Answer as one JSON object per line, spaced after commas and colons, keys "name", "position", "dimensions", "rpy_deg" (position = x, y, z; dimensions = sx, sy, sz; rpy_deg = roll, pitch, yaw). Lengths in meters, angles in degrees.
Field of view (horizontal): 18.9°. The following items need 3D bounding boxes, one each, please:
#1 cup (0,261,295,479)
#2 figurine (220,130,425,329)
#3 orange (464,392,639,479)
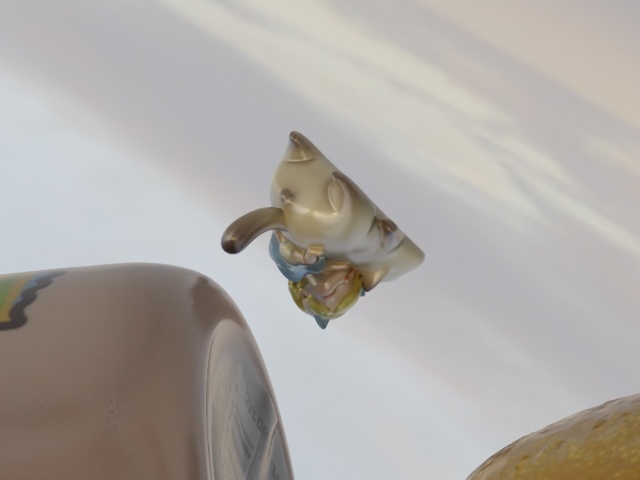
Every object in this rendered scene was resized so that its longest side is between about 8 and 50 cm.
{"name": "cup", "position": [-0.112, 0.102, 0.679], "dimensions": [0.200, 0.191, 0.253], "rpy_deg": [-11, -176, 8]}
{"name": "figurine", "position": [0.000, 0.000, 0.703], "dimensions": [0.083, 0.050, 0.047], "rpy_deg": [43, -173, -48]}
{"name": "orange", "position": [0.080, 0.107, 0.384], "dimensions": [0.156, 0.156, 0.134], "rpy_deg": [35, -137, 29]}
